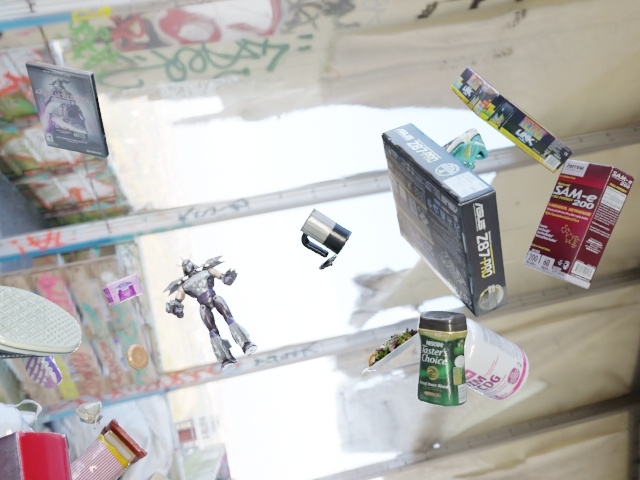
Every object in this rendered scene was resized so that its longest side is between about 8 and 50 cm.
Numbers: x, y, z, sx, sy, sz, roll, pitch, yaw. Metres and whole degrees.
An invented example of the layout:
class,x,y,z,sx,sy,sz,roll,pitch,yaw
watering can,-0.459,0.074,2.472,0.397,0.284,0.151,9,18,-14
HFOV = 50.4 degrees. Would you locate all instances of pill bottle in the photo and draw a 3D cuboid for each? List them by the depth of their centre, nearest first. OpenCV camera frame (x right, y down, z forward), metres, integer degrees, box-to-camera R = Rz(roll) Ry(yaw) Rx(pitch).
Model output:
class,x,y,z,sx,sy,sz,roll,pitch,yaw
pill bottle,0.391,0.297,1.771,0.160,0.283,0.160,-42,-148,34

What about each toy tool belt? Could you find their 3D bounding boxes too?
class,x,y,z,sx,sy,sz,roll,pitch,yaw
toy tool belt,-0.466,0.353,1.370,0.083,0.052,0.051,-19,-99,60

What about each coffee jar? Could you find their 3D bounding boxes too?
class,x,y,z,sx,sy,sz,roll,pitch,yaw
coffee jar,0.242,0.232,1.356,0.096,0.079,0.184,1,-90,44

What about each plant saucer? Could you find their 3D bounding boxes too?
class,x,y,z,sx,sy,sz,roll,pitch,yaw
plant saucer,-0.570,0.363,2.128,0.083,0.013,0.083,39,39,-40

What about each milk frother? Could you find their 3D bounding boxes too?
class,x,y,z,sx,sy,sz,roll,pitch,yaw
milk frother,0.000,0.000,1.943,0.129,0.135,0.143,-58,180,19

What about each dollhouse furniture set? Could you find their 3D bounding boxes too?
class,x,y,z,sx,sy,sz,roll,pitch,yaw
dollhouse furniture set,-0.433,0.619,1.568,0.374,0.201,0.152,44,-38,-1

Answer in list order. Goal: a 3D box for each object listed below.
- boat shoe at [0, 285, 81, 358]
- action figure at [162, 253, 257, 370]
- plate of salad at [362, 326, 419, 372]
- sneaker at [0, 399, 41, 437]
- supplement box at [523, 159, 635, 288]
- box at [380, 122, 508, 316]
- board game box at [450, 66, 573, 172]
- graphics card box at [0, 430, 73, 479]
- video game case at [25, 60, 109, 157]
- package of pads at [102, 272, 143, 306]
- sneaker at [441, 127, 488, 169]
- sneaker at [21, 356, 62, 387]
class,x,y,z,sx,sy,sz,roll,pitch,yaw
boat shoe,-0.836,0.211,1.625,0.156,0.501,0.186,-61,-148,33
action figure,-0.251,0.149,1.567,0.285,0.185,0.099,57,5,14
plate of salad,0.179,0.264,1.693,0.048,0.200,0.200,55,-15,10
sneaker,-0.676,0.486,1.353,0.137,0.210,0.365,-19,-115,56
supplement box,0.521,-0.037,1.383,0.130,0.073,0.239,28,-83,62
box,0.280,-0.057,1.579,0.395,0.097,0.318,-126,-162,-55
board game box,0.300,-0.192,1.074,0.048,0.170,0.141,-50,-154,20
graphics card box,-0.444,0.375,0.732,0.094,0.371,0.232,53,18,-67
video game case,-0.716,-0.368,1.937,0.026,0.196,0.274,-69,168,-45
package of pads,-0.447,0.112,1.544,0.032,0.083,0.050,-18,-84,45
sneaker,0.406,-0.244,1.988,0.110,0.275,0.107,57,-39,1
sneaker,-0.748,0.281,1.810,0.236,0.105,0.095,50,-57,11
